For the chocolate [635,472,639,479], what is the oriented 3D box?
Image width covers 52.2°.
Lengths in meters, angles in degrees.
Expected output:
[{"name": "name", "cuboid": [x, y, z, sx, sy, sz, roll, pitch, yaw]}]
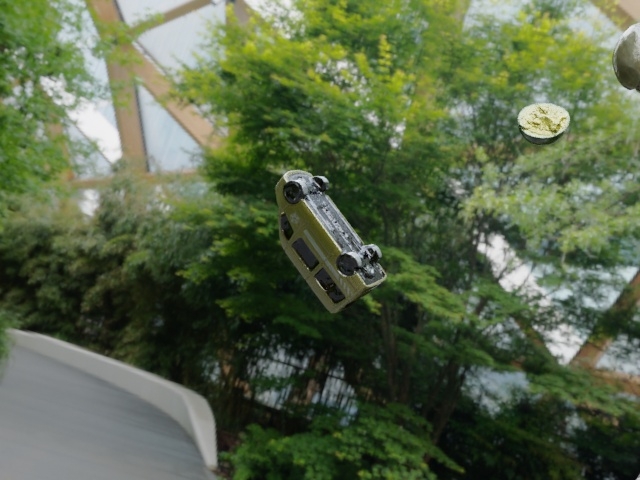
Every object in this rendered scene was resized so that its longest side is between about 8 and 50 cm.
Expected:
[{"name": "chocolate", "cuboid": [0.558, 0.438, 1.020, 0.083, 0.161, 0.261, 20, -28, 49]}]

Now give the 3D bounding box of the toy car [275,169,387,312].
[{"name": "toy car", "cuboid": [0.000, 0.000, 1.167, 0.257, 0.124, 0.101, 53, 30, 11]}]

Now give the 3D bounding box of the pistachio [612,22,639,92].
[{"name": "pistachio", "cuboid": [0.707, -0.398, 1.429, 0.124, 0.185, 0.124, 8, -30, 5]}]

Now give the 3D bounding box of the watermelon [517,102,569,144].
[{"name": "watermelon", "cuboid": [0.466, -0.237, 1.365, 0.105, 0.106, 0.062, 12, -34, 24]}]
